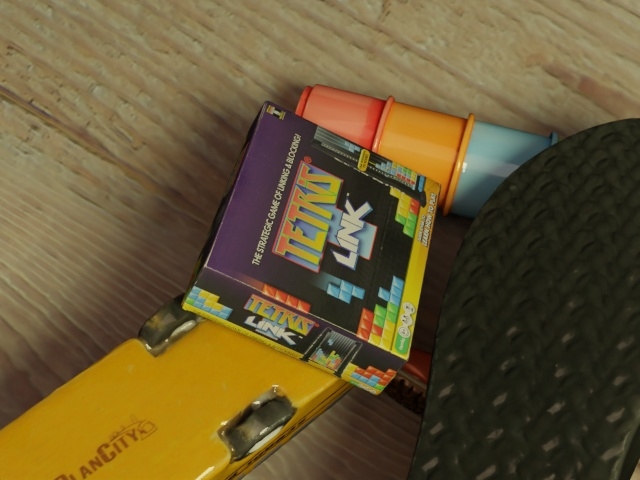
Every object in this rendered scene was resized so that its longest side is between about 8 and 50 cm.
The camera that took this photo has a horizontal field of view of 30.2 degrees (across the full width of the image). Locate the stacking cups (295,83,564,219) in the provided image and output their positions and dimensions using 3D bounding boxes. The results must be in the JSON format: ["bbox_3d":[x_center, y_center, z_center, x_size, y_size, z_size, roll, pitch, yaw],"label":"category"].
[{"bbox_3d":[0.135,-0.054,0.876,0.316,0.096,0.096,18,78,4],"label":"stacking cups"}]

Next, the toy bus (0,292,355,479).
[{"bbox_3d":[-0.122,0.138,0.774,0.332,0.130,0.108,-36,77,-21],"label":"toy bus"}]

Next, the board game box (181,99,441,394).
[{"bbox_3d":[0.000,0.000,0.787,0.141,0.048,0.170,25,44,-10],"label":"board game box"}]

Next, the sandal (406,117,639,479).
[{"bbox_3d":[0.141,0.115,0.752,0.167,0.107,0.446,17,67,23],"label":"sandal"}]

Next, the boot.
[{"bbox_3d":[0.107,0.095,0.863,0.158,0.059,0.084,23,75,-4],"label":"boot"}]
